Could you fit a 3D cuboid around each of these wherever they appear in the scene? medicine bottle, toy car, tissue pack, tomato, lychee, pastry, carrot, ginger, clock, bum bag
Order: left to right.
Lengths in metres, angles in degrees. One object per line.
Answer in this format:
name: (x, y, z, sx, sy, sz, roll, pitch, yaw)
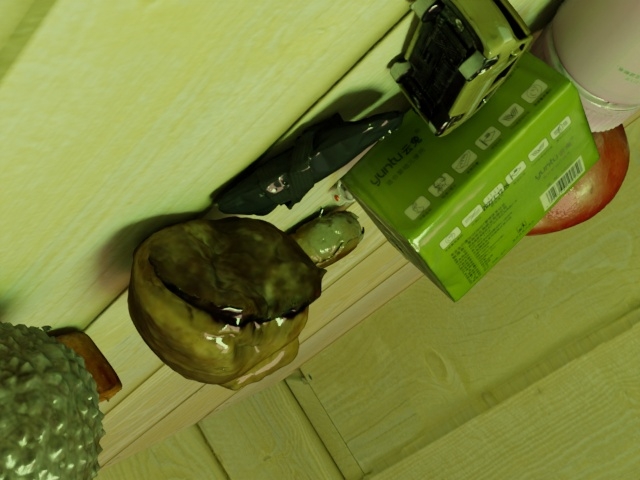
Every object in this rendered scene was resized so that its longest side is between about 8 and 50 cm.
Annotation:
lychee: (-0.362, 0.222, 1.040, 0.300, 0.300, 0.300, -31, 170, -6)
carrot: (-0.424, 0.233, 1.408, 0.307, 0.100, 0.258, -35, 167, 38)
ginger: (-0.138, 0.078, 1.230, 0.269, 0.200, 0.223, -16, 146, -48)
bum bag: (-0.013, -0.095, 1.201, 0.248, 0.060, 0.123, -34, 170, 18)
pastry: (0.001, 0.005, 1.640, 0.153, 0.081, 0.153, -35, 172, -6)
clock: (0.075, -0.093, 1.513, 0.129, 0.041, 0.087, -34, 174, 34)
toy car: (0.159, -0.208, 1.073, 0.124, 0.101, 0.256, -35, 172, -12)
tissue pack: (0.195, -0.091, 1.276, 0.275, 0.167, 0.200, -44, 143, -1)
tomato: (0.341, -0.117, 1.537, 0.290, 0.176, 0.335, -27, -155, 27)
medicine bottle: (0.397, -0.274, 1.248, 0.178, 0.178, 0.290, -28, 168, -24)
